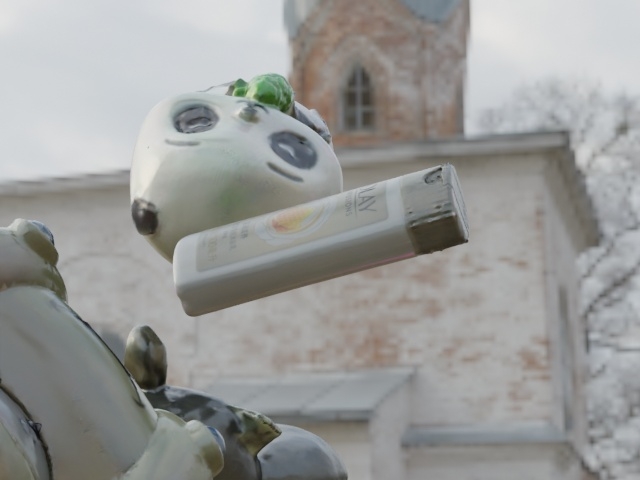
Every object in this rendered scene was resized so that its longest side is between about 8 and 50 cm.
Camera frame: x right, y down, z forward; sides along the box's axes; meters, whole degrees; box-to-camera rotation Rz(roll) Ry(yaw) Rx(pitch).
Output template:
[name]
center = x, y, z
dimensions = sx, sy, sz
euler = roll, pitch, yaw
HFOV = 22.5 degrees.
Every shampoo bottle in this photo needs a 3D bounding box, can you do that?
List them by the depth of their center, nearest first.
[shampoo bottle]
center = 0.000, 0.000, 1.249
dimensions = 0.227, 0.086, 0.056
euler = -15, -62, 12

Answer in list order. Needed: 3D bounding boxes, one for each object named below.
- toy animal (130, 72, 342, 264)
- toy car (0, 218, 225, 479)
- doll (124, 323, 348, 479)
[toy animal]
center = -0.080, -0.066, 1.605
dimensions = 0.212, 0.213, 0.267
euler = -1, 3, 2
[toy car]
center = -0.237, 0.144, 0.985
dimensions = 0.336, 0.242, 0.226
euler = -37, -7, -32
[doll]
center = -0.201, 0.243, 1.655
dimensions = 0.382, 0.252, 0.378
euler = 11, -22, 40
